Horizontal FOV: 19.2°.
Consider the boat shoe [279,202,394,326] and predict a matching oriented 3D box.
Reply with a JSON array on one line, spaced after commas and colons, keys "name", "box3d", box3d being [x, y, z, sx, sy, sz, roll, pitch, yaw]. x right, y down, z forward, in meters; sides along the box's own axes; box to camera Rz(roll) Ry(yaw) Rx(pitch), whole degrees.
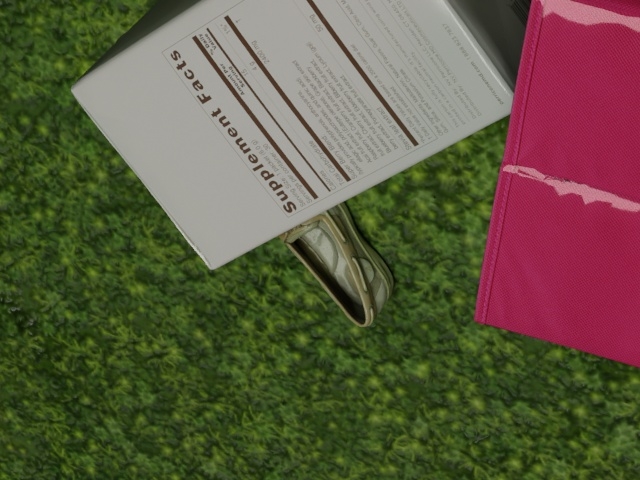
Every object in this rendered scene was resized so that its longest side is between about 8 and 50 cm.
[{"name": "boat shoe", "box3d": [-0.001, 0.001, 1.516, 0.056, 0.048, 0.153, -27, 107, 35]}]

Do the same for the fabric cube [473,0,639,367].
[{"name": "fabric cube", "box3d": [0.269, -0.074, 1.216, 0.258, 0.254, 0.259, 16, 126, 12]}]

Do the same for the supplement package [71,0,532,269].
[{"name": "supplement package", "box3d": [0.006, -0.139, 1.339, 0.293, 0.177, 0.175, -27, 108, 36]}]
